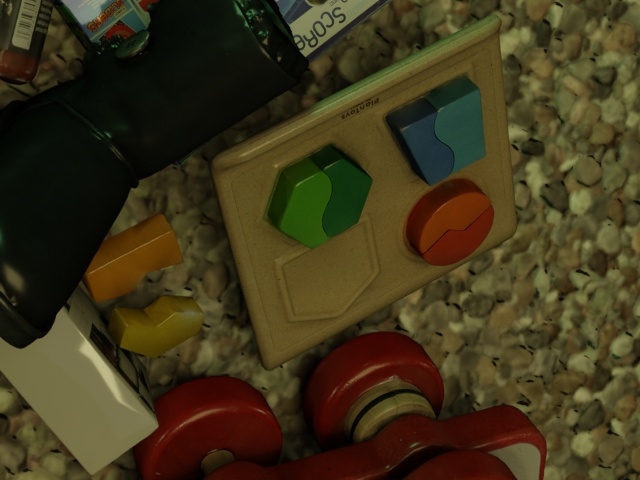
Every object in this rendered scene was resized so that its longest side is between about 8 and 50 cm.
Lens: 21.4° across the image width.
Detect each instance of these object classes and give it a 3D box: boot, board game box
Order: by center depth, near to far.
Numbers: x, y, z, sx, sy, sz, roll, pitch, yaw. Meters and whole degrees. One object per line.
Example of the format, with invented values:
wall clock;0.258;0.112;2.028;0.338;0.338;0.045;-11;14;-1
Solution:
boot;-0.109;-0.064;0.985;0.207;0.246;0.094;-32;114;14
board game box;-0.059;-0.164;1.133;0.201;0.035;0.136;-38;108;-11

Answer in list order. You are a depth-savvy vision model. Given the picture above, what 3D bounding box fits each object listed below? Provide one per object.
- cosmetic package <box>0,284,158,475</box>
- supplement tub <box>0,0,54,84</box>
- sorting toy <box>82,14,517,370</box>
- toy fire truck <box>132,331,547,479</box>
cosmetic package;-0.197;0.029;1.073;0.060;0.099;0.239;-37;109;0
supplement tub;-0.203;-0.201;1.038;0.106;0.106;0.198;13;93;-21
sorting toy;0.000;0.000;1.108;0.307;0.041;0.229;-28;142;-15
toy fire truck;0.007;0.222;1.166;0.302;0.169;0.254;-13;128;-19
